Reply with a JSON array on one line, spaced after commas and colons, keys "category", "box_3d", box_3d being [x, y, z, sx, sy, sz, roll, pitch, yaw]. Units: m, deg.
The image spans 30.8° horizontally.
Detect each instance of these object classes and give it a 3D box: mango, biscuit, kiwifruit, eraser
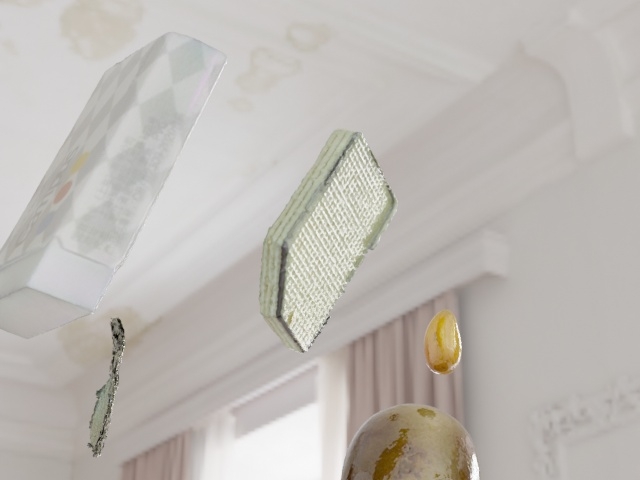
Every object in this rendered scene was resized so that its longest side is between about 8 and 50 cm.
[{"category": "mango", "box_3d": [0.168, 0.138, 1.587, 0.046, 0.089, 0.060, 6, 2, -35]}, {"category": "biscuit", "box_3d": [0.000, 0.000, 1.438, 0.052, 0.252, 0.150, 13, -29, 37]}, {"category": "kiwifruit", "box_3d": [0.116, 0.335, 1.528, 0.196, 0.234, 0.196, 8, -51, 10]}, {"category": "eraser", "box_3d": [-0.268, -0.072, 1.417, 0.082, 0.396, 0.213, 39, -34, -25]}]

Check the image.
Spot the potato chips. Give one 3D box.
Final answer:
[{"category": "potato chips", "box_3d": [-0.328, 0.225, 1.797, 0.029, 0.219, 0.202, 10, -14, -13]}]
